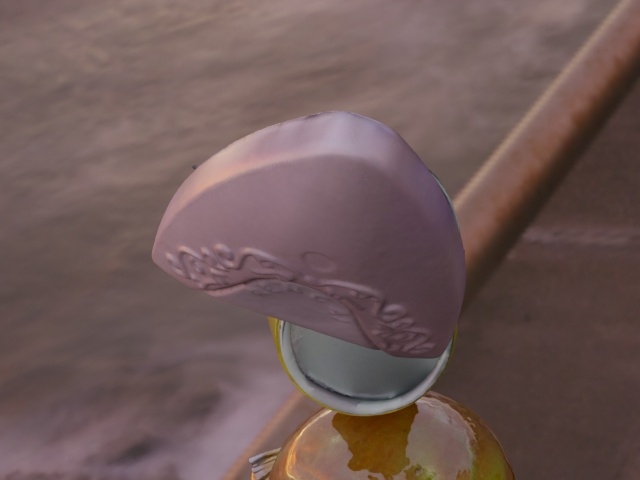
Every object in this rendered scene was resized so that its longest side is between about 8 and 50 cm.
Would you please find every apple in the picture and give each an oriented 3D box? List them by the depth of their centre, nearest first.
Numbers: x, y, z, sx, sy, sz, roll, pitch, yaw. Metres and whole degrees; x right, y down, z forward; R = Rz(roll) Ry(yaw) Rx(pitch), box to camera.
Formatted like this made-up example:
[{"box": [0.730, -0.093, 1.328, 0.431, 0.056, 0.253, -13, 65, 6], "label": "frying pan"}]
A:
[{"box": [0.072, 0.247, 1.346, 0.207, 0.237, 0.237, -25, 29, -37], "label": "apple"}]

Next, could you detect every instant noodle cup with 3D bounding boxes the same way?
[{"box": [0.033, 0.042, 1.241, 0.216, 0.215, 0.236, -14, 19, 4], "label": "instant noodle cup"}]

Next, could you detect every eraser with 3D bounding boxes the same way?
[{"box": [-0.001, 0.001, 0.825, 0.204, 0.243, 0.059, 19, 67, 0], "label": "eraser"}]

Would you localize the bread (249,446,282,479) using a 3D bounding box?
[{"box": [0.003, 0.345, 1.871, 0.107, 0.241, 0.136, -31, 65, 20], "label": "bread"}]
